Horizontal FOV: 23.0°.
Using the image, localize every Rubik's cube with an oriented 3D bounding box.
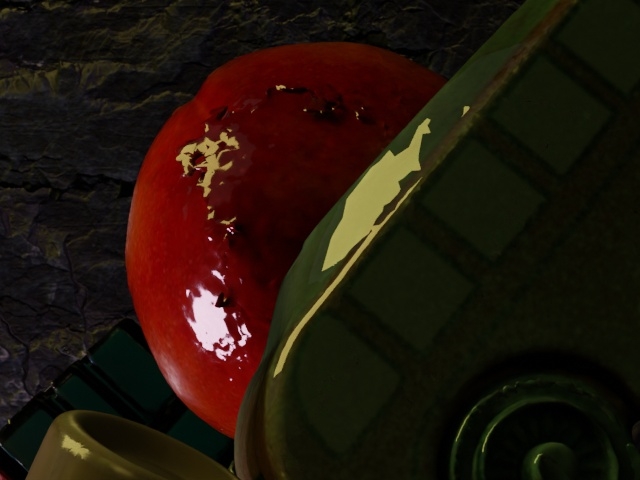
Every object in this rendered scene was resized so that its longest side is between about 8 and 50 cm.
[{"bbox_3d":[-0.211,0.296,1.481,0.293,0.283,0.288,-46,0,32],"label":"Rubik's cube"}]

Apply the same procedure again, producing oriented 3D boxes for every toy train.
[{"bbox_3d":[0.085,0.017,0.610,0.326,0.159,0.129,-50,-3,-15],"label":"toy train"}]

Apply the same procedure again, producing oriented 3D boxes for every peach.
[{"bbox_3d":[0.000,0.000,1.275,0.370,0.370,0.370,-49,-1,-2],"label":"peach"}]

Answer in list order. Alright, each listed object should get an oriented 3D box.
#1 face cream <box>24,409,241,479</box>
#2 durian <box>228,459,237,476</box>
[{"bbox_3d":[-0.128,0.230,0.569,0.341,0.084,0.137,-65,8,3],"label":"face cream"},{"bbox_3d":[-0.083,0.233,0.748,0.106,0.132,0.375,-25,22,23],"label":"durian"}]
